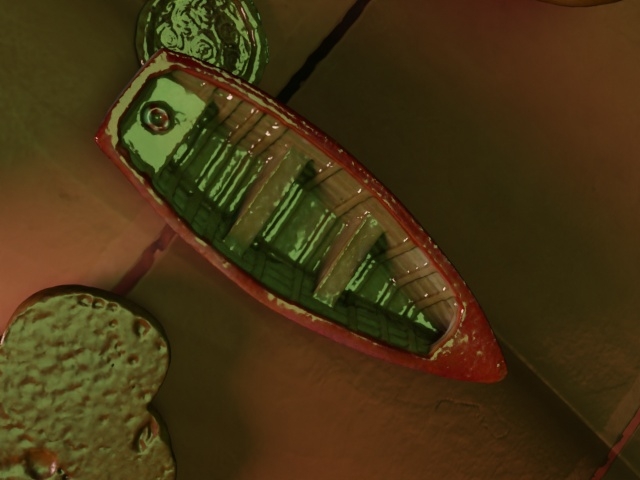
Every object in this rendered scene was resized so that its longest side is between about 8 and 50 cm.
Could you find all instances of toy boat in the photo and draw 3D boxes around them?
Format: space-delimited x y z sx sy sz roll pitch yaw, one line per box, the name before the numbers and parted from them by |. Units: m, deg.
toy boat | 0.000 0.000 0.711 0.392 0.079 0.136 37 86 -22

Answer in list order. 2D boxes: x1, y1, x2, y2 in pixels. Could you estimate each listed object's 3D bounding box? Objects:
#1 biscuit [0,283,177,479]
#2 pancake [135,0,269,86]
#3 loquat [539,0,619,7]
biscuit | -0.218 0.172 0.666 0.208 0.041 0.290 31 85 -21
pancake | -0.092 -0.156 0.698 0.114 0.011 0.115 -3 99 -23
loquat | 0.201 -0.299 0.683 0.235 0.235 0.235 -2 97 -21
